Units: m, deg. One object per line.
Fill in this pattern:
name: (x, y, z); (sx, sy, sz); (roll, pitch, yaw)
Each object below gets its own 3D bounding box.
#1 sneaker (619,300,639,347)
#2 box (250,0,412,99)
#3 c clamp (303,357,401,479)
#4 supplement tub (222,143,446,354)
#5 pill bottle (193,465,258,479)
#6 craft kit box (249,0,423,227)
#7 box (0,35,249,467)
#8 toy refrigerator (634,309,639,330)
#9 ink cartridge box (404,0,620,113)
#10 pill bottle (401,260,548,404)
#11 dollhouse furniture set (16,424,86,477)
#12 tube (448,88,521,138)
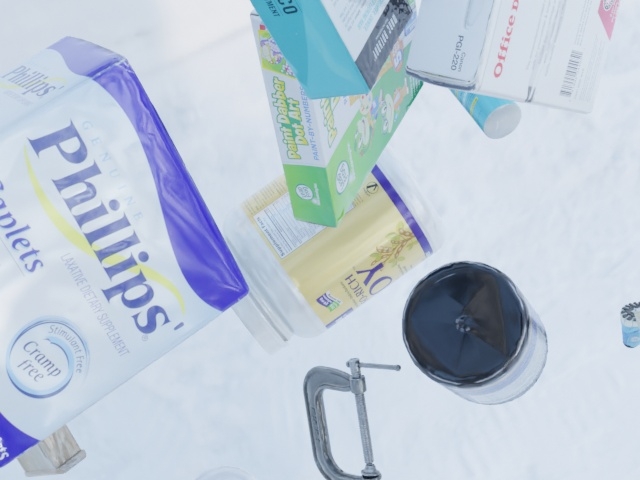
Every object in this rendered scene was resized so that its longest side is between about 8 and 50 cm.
sneaker: (0.529, 0.127, 1.849); (0.162, 0.073, 0.063); (-12, 30, -28)
box: (-0.021, -0.227, 0.853); (0.060, 0.244, 0.100); (-2, 45, 35)
c clamp: (0.031, 0.196, 1.244); (0.022, 0.137, 0.161); (-20, 112, -45)
supplement tub: (0.000, 0.000, 1.823); (0.331, 0.241, 0.241); (-36, 75, -1)
pill bottle: (-0.149, 0.392, 1.671); (0.117, 0.215, 0.117); (5, 69, -13)
craft kit box: (0.027, -0.185, 1.167); (0.061, 0.250, 0.247); (14, 50, 25)
box: (-0.122, 0.002, 0.506); (0.137, 0.072, 0.126); (-36, 119, -18)
toy refrigerator: (0.452, 0.099, 1.292); (0.094, 0.269, 0.102); (-15, 83, -14)
ink cartridge box: (0.196, -0.218, 1.160); (0.092, 0.218, 0.159); (21, 102, 39)
pill bottle: (0.163, 0.101, 1.188); (0.122, 0.219, 0.123); (-4, 75, 16)
dollhouse furniture set: (-0.316, 0.171, 1.710); (0.355, 0.303, 0.174); (-36, 102, -39)
tube: (0.182, -0.209, 1.493); (0.052, 0.080, 0.207); (-9, 43, -22)
